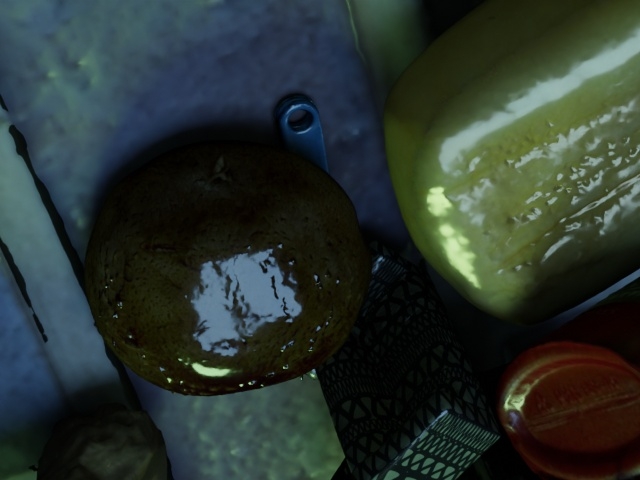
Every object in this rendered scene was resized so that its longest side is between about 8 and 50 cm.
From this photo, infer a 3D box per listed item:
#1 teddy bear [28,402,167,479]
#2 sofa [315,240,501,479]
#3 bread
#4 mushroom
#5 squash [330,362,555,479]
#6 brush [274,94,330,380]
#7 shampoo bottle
[{"bbox_3d":[-0.219,0.203,0.881,0.296,0.222,0.246,-46,140,-41],"label":"teddy bear"},{"bbox_3d":[0.033,0.059,0.836,0.039,0.118,0.060,31,114,-35],"label":"sofa"},{"bbox_3d":[0.129,-0.064,0.802,0.217,0.098,0.147,-26,121,3],"label":"bread"},{"bbox_3d":[-0.042,0.011,0.824,0.127,0.087,0.127,-2,112,-4],"label":"mushroom"},{"bbox_3d":[0.090,0.136,0.905,0.193,0.156,0.193,-26,147,-18],"label":"squash"},{"bbox_3d":[0.000,0.000,0.867,0.051,0.014,0.164,-17,130,-7],"label":"brush"},{"bbox_3d":[0.221,0.011,0.834,0.314,0.076,0.118,-29,178,-29],"label":"shampoo bottle"}]
